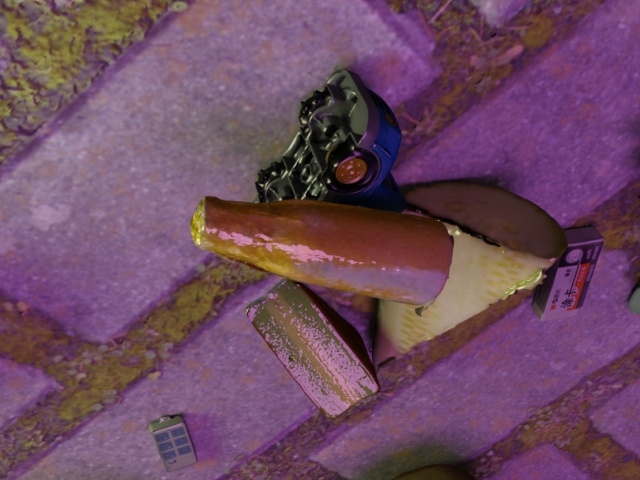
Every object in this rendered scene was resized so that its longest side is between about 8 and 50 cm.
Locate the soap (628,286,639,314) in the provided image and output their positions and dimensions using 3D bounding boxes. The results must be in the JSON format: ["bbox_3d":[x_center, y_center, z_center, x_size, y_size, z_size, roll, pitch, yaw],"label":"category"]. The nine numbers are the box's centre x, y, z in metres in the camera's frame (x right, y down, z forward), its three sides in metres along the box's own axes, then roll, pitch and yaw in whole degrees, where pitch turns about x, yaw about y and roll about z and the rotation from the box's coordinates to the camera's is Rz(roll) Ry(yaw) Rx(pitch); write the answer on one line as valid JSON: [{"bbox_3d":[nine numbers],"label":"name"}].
[{"bbox_3d":[0.523,0.044,1.164,0.266,0.087,0.159,0,130,-21],"label":"soap"}]

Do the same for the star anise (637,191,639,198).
[{"bbox_3d":[0.371,-0.082,1.015,0.124,0.056,0.129,-38,148,-12],"label":"star anise"}]

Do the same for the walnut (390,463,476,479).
[{"bbox_3d":[0.130,0.424,1.267,0.283,0.227,0.283,-32,171,-6],"label":"walnut"}]

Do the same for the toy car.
[{"bbox_3d":[0.014,-0.049,0.874,0.100,0.097,0.191,14,124,-31],"label":"toy car"}]

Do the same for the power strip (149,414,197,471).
[{"bbox_3d":[-0.167,0.233,1.117,0.040,0.016,0.090,-16,134,-8],"label":"power strip"}]

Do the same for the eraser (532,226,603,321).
[{"bbox_3d":[0.279,0.039,1.106,0.052,0.029,0.122,-7,132,-15],"label":"eraser"}]

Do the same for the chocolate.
[{"bbox_3d":[0.000,0.000,0.797,0.219,0.085,0.085,12,125,-26],"label":"chocolate"}]

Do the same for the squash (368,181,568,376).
[{"bbox_3d":[0.153,0.063,1.023,0.170,0.093,0.252,22,133,19],"label":"squash"}]

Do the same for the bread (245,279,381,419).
[{"bbox_3d":[-0.008,0.114,1.025,0.074,0.084,0.139,-33,133,12],"label":"bread"}]
